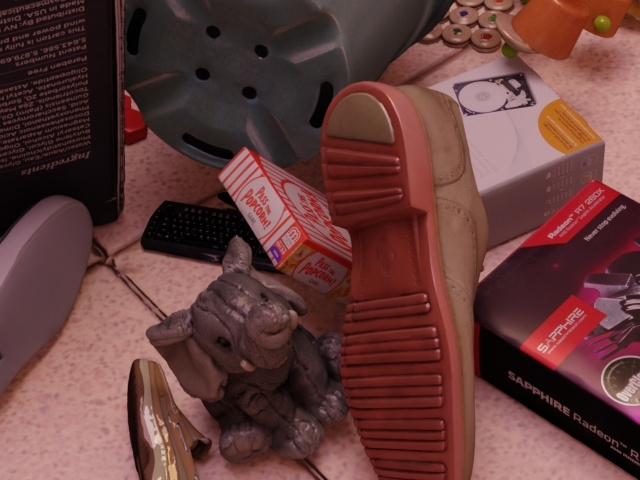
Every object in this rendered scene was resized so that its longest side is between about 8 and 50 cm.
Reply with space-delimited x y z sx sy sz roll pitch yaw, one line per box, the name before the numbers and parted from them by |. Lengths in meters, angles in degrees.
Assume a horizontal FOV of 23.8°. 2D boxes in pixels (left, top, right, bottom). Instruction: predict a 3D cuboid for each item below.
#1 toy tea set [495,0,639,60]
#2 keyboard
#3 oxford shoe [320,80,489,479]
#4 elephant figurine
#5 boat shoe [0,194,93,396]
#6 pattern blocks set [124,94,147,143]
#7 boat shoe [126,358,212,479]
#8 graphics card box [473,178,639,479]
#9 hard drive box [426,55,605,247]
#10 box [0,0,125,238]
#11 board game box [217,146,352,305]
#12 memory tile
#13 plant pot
toy tea set | 0.268 -0.282 1.771 0.200 0.124 0.336 43 34 14
keyboard | -0.093 -0.020 1.638 0.192 0.038 0.100 10 48 13
oxford shoe | 0.106 0.051 1.381 0.146 0.397 0.140 -8 6 -44
elephant figurine | -0.069 0.081 1.386 0.186 0.239 0.169 -6 50 20
boat shoe | -0.372 0.091 1.509 0.156 0.136 0.367 15 59 23
pattern blocks set | -0.390 -0.165 1.804 0.285 0.026 0.325 -28 52 -25
boat shoe | -0.138 0.194 1.429 0.072 0.068 0.190 -4 55 -15
graphics card box | 0.333 0.110 1.435 0.371 0.094 0.233 34 58 31
hard drive box | 0.160 -0.084 1.639 0.232 0.089 0.181 -24 48 -16
box | -0.401 -0.296 1.541 0.297 0.472 0.480 -17 64 -14
board game box | 0.000 0.000 1.513 0.045 0.193 0.147 -46 49 14
memory tile | 0.159 -0.279 1.877 0.148 0.012 0.113 10 48 15
plant pot | -0.045 -0.261 1.609 0.341 0.341 0.334 9 36 14
